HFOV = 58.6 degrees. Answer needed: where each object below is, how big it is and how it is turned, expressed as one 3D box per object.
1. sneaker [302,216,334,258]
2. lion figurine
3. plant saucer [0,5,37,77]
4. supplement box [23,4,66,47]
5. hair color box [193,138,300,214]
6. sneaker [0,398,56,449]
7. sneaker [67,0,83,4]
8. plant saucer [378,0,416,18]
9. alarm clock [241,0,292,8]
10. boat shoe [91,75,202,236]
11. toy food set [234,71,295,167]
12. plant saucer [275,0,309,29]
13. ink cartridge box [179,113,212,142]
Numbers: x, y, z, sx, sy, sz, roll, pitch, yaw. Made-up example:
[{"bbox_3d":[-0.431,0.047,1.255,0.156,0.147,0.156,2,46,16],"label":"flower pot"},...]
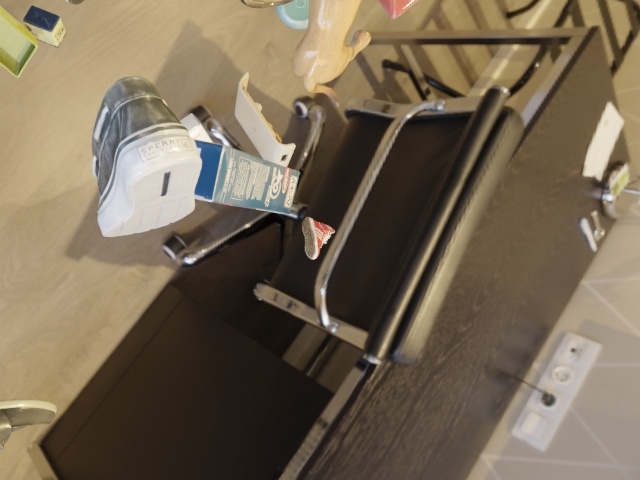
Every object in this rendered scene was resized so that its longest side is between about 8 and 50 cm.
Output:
[{"bbox_3d":[0.000,0.000,1.246,0.067,0.118,0.042,19,129,-26],"label":"sneaker"},{"bbox_3d":[0.017,-0.367,0.881,0.240,0.142,0.392,-65,161,-57],"label":"lion figurine"},{"bbox_3d":[-0.897,-0.581,1.610,0.188,0.188,0.045,42,49,-24],"label":"plant saucer"},{"bbox_3d":[-0.788,-0.611,1.630,0.083,0.083,0.056,21,72,-5],"label":"supplement box"},{"bbox_3d":[-0.190,-0.127,1.148,0.347,0.173,0.105,3,101,-70],"label":"hair color box"},{"bbox_3d":[-0.465,0.281,0.771,0.222,0.083,0.118,18,62,-58],"label":"sneaker"},{"bbox_3d":[-0.736,-0.842,1.615,0.124,0.178,0.296,-45,155,-71],"label":"sneaker"},{"bbox_3d":[0.216,-0.718,1.395,0.259,0.258,0.047,-35,154,17],"label":"plant saucer"},{"bbox_3d":[-0.024,-0.321,0.634,0.192,0.129,0.064,-20,90,-28],"label":"alarm clock"},{"bbox_3d":[-0.219,-0.092,0.707,0.121,0.335,0.119,-17,83,-28],"label":"boat shoe"},{"bbox_3d":[-0.197,-0.416,2.023,0.092,0.220,0.306,-33,86,-18],"label":"toy food set"},{"bbox_3d":[-0.048,-0.559,1.337,0.119,0.021,0.119,-1,107,-4],"label":"plant saucer"},{"bbox_3d":[-0.419,-0.277,1.859,0.158,0.092,0.218,-35,138,-6],"label":"ink cartridge box"}]
